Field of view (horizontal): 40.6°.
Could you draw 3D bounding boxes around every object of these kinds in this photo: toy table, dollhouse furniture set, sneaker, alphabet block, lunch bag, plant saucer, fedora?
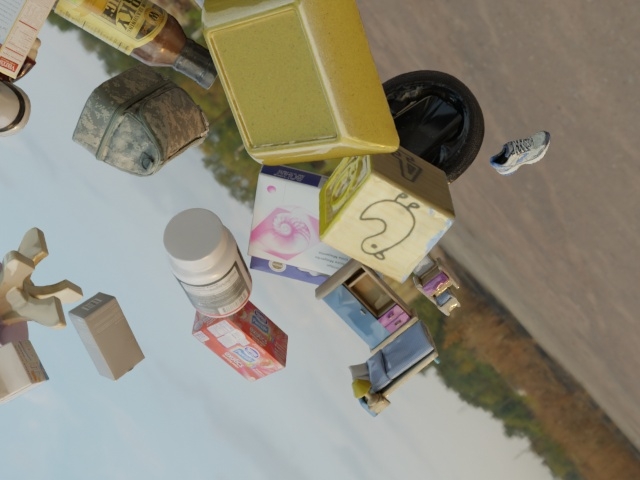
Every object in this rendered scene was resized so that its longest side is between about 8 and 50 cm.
[{"bbox_3d":[-0.647,0.106,1.861,0.274,0.161,0.252,64,-173,17],"label":"toy table"},{"bbox_3d":[0.143,0.162,1.810,0.198,0.286,0.303,45,-166,-18],"label":"dollhouse furniture set"},{"bbox_3d":[0.392,-0.175,1.707,0.058,0.135,0.052,21,-132,-36],"label":"sneaker"},{"bbox_3d":[0.126,-0.070,1.706,0.197,0.192,0.193,27,-152,-17],"label":"alphabet block"},{"bbox_3d":[-0.467,-0.310,2.322,0.256,0.212,0.305,38,-148,1],"label":"lunch bag"},{"bbox_3d":[-0.743,-0.282,1.594,0.365,0.137,0.210,9,177,2],"label":"sneaker"},{"bbox_3d":[-0.060,-0.275,1.459,0.332,0.081,0.333,-2,116,44],"label":"plant saucer"},{"bbox_3d":[0.241,-0.250,2.127,0.334,0.334,0.152,51,-172,15],"label":"fedora"}]

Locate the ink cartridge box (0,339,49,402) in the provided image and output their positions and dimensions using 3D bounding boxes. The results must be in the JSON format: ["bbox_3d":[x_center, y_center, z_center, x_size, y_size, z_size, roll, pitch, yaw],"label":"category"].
[{"bbox_3d":[-0.583,0.248,1.617,0.092,0.090,0.143,62,175,2],"label":"ink cartridge box"}]

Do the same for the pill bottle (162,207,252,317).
[{"bbox_3d":[-0.259,0.052,1.983,0.161,0.161,0.283,52,169,27],"label":"pill bottle"}]

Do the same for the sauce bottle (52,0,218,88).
[{"bbox_3d":[-0.341,-0.398,1.602,0.344,0.111,0.111,27,-169,-19],"label":"sauce bottle"}]

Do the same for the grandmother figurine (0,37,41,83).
[{"bbox_3d":[-0.698,-0.402,1.827,0.104,0.207,0.342,-110,19,-69],"label":"grandmother figurine"}]

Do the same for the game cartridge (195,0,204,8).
[{"bbox_3d":[-0.131,-0.566,1.842,0.198,0.297,0.062,42,-144,-59],"label":"game cartridge"}]

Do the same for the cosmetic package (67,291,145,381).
[{"bbox_3d":[-0.641,0.289,2.600,0.107,0.127,0.238,11,127,43],"label":"cosmetic package"}]

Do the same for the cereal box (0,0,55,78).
[{"bbox_3d":[-0.449,-0.376,1.283,0.173,0.240,0.047,34,-174,41],"label":"cereal box"}]

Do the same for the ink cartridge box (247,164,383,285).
[{"bbox_3d":[0.000,0.000,1.986,0.324,0.330,0.071,13,-142,3],"label":"ink cartridge box"}]

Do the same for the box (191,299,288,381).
[{"bbox_3d":[-0.214,0.256,2.351,0.257,0.128,0.123,46,-148,-33],"label":"box"}]
